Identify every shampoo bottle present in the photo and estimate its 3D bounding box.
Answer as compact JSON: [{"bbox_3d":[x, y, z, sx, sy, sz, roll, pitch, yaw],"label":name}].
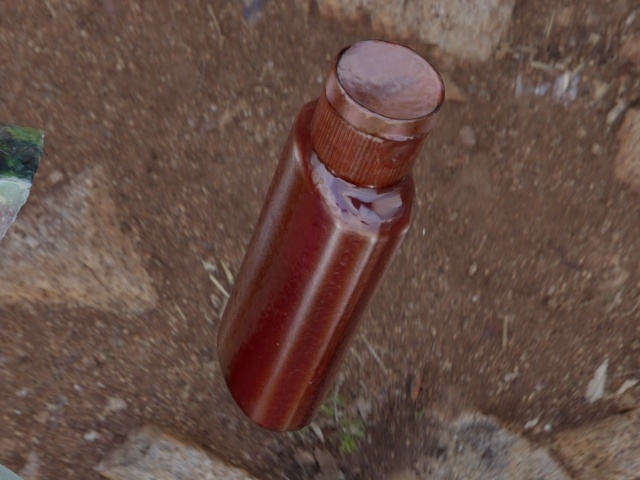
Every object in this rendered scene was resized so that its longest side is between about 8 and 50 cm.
[{"bbox_3d":[0.000,0.000,0.757,0.064,0.260,0.102,-3,52,-22],"label":"shampoo bottle"}]

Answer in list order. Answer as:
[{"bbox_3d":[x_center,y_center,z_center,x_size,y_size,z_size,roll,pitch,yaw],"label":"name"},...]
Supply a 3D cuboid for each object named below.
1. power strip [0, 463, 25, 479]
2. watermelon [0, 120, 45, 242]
[{"bbox_3d":[-0.349,0.316,1.026,0.358,0.357,0.161,16,120,7],"label":"power strip"},{"bbox_3d":[-0.339,0.000,1.152,0.262,0.213,0.201,-16,114,4],"label":"watermelon"}]
